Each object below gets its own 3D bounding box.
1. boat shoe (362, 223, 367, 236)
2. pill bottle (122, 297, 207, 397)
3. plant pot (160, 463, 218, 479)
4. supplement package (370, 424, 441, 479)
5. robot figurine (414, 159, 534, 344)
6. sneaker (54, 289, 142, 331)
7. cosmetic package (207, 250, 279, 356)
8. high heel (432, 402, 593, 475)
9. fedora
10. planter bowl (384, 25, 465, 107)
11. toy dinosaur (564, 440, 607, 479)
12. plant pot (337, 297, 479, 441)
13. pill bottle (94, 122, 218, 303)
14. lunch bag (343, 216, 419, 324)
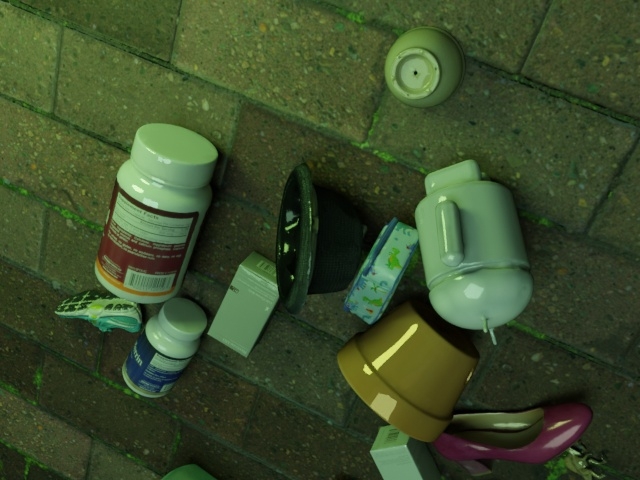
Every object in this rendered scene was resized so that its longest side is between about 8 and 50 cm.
[{"bbox_3d":[0.080,0.003,1.503,0.035,0.035,0.100,30,119,-24],"label":"boat shoe"},{"bbox_3d":[-0.415,0.286,1.739,0.153,0.153,0.264,37,118,3],"label":"pill bottle"},{"bbox_3d":[-0.398,0.812,1.891,0.248,0.252,0.247,33,118,6],"label":"plant pot"},{"bbox_3d":[0.218,0.567,1.637,0.105,0.105,0.179,-20,102,26],"label":"supplement package"},{"bbox_3d":[0.300,0.023,1.276,0.200,0.300,0.353,-20,63,30],"label":"robot figurine"},{"bbox_3d":[-0.627,0.212,1.824,0.276,0.107,0.109,3,121,20],"label":"sneaker"},{"bbox_3d":[-0.176,0.161,1.625,0.127,0.107,0.237,29,115,5],"label":"cosmetic package"},{"bbox_3d":[0.420,0.427,1.482,0.181,0.127,0.377,42,123,-12],"label":"high heel"},{"bbox_3d":[0.000,0.000,1.417,0.153,0.334,0.333,6,117,-15],"label":"fedora"},{"bbox_3d":[0.196,-0.333,1.274,0.162,0.109,0.161,8,114,19],"label":"planter bowl"},{"bbox_3d":[0.618,0.528,1.508,0.093,0.053,0.183,-31,90,44],"label":"toy dinosaur"},{"bbox_3d":[0.211,0.267,1.433,0.291,0.291,0.203,38,103,3],"label":"plant pot"},{"bbox_3d":[-0.390,-0.063,1.545,0.224,0.224,0.392,29,118,8],"label":"pill bottle"},{"bbox_3d":[0.135,0.066,1.405,0.090,0.176,0.219,29,144,7],"label":"lunch bag"}]
